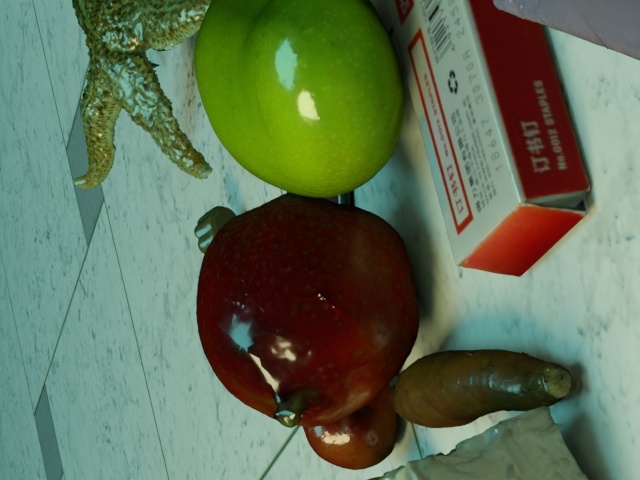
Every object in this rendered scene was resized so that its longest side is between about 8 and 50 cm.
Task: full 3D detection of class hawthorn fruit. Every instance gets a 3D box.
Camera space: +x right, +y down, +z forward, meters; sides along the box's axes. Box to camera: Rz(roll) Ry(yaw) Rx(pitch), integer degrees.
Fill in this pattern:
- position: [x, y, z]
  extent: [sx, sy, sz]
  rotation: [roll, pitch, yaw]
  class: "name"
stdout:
- position: [0.026, 0.143, 1.447]
  extent: [0.093, 0.081, 0.081]
  rotation: [59, -172, -54]
  class: "hawthorn fruit"
- position: [-0.013, 0.061, 1.353]
  extent: [0.169, 0.169, 0.188]
  rotation: [113, 171, -56]
  class: "hawthorn fruit"

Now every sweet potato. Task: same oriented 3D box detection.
- position: [0.096, 0.099, 1.244]
  extent: [0.264, 0.057, 0.057]
  rotation: [159, 103, -72]
  class: "sweet potato"

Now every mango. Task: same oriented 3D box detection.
- position: [-0.010, -0.116, 1.299]
  extent: [0.293, 0.143, 0.175]
  rotation: [-149, 43, -80]
  class: "mango"

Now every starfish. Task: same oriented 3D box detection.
- position: [-0.177, -0.211, 1.807]
  extent: [0.358, 0.078, 0.347]
  rotation: [-22, 62, 56]
  class: "starfish"

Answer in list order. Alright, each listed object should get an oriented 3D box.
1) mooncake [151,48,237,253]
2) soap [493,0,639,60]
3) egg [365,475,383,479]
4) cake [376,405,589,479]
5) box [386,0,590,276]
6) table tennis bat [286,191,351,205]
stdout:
- position: [-0.143, -0.108, 1.851]
  extent: [0.150, 0.057, 0.346]
  rotation: [47, -167, -30]
  class: "mooncake"
- position: [0.181, -0.221, 0.811]
  extent: [0.296, 0.107, 0.285]
  rotation: [-147, 54, -64]
  class: "soap"
- position: [0.050, 0.229, 1.380]
  extent: [0.085, 0.085, 0.110]
  rotation: [-129, 35, -57]
  class: "egg"
- position: [0.100, 0.197, 1.142]
  extent: [0.134, 0.135, 0.147]
  rotation: [65, 153, 17]
  class: "cake"
- position: [0.100, -0.100, 1.166]
  extent: [0.123, 0.050, 0.229]
  rotation: [124, 135, -65]
  class: "box"
- position: [0.000, 0.000, 1.546]
  extent: [0.138, 0.022, 0.246]
  rotation: [-157, 64, -69]
  class: "table tennis bat"
